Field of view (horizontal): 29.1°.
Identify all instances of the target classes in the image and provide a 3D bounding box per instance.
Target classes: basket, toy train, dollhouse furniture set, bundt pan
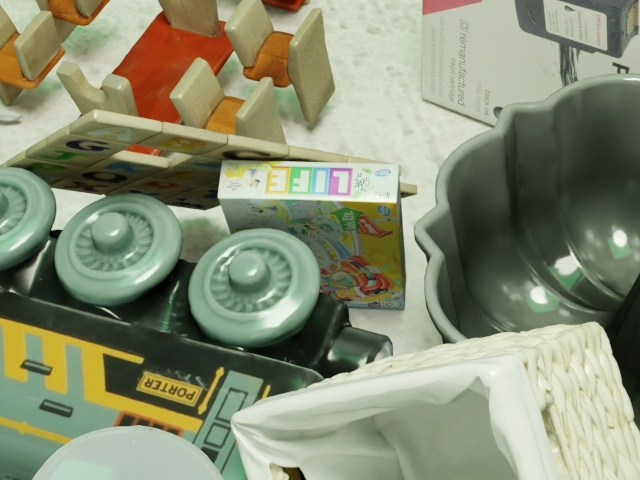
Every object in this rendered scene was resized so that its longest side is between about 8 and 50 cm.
[{"bbox_3d":[0.060,0.107,0.579,0.167,0.113,0.103,-17,2,42],"label":"basket"},{"bbox_3d":[-0.130,0.077,0.723,0.334,0.142,0.190,13,56,18],"label":"toy train"},{"bbox_3d":[-0.104,-0.167,0.997,0.262,0.135,0.259,19,60,23],"label":"dollhouse furniture set"},{"bbox_3d":[0.222,0.044,0.726,0.331,0.124,0.330,-3,44,3],"label":"bundt pan"}]

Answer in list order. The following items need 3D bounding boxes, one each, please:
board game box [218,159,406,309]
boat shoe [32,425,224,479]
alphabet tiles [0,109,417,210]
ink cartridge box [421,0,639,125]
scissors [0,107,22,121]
[{"bbox_3d":[0.000,0.000,0.769,0.104,0.154,0.026,2,64,7],"label":"board game box"},{"bbox_3d":[-0.106,0.271,0.504,0.136,0.156,0.367,6,55,-10],"label":"boat shoe"},{"bbox_3d":[-0.068,-0.040,0.788,0.237,0.198,0.009,8,79,-30],"label":"alphabet tiles"},{"bbox_3d":[0.198,-0.156,0.898,0.237,0.172,0.100,25,51,27],"label":"ink cartridge box"},{"bbox_3d":[-0.385,-0.134,1.035,0.297,0.021,0.109,-1,42,6],"label":"scissors"}]
